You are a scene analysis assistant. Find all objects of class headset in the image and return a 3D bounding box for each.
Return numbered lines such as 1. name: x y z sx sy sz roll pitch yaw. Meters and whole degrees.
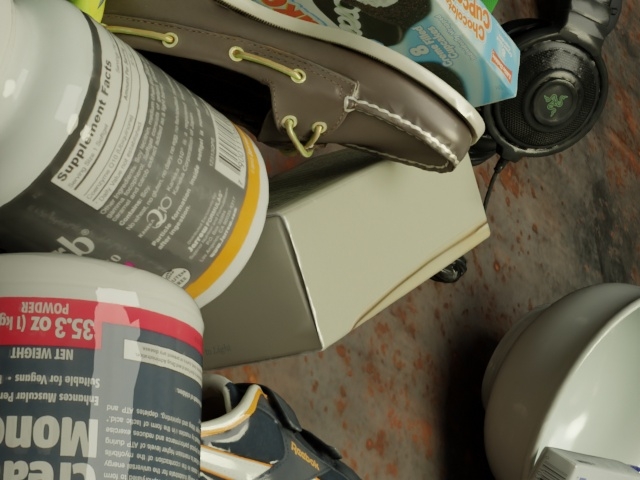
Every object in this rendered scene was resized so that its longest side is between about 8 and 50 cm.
1. headset: 0.155 -0.152 1.452 0.185 0.243 0.394 20 80 -25

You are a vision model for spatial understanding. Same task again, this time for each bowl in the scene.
1. bowl: 0.263 0.158 1.519 0.298 0.134 0.297 -28 133 -34

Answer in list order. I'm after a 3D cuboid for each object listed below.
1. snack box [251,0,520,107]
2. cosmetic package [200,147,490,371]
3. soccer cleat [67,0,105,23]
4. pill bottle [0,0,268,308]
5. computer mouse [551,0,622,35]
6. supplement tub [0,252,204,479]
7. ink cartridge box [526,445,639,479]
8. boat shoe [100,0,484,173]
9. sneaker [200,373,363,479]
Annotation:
1. snack box: 0.018 -0.214 1.273 0.322 0.187 0.060 41 48 -42
2. cosmetic package: 0.000 0.000 1.204 0.309 0.160 0.113 -30 106 -54
3. soccer cleat: -0.175 -0.271 1.066 0.121 0.093 0.289 -1 89 -59
4. pill bottle: -0.173 -0.065 0.964 0.278 0.162 0.162 34 53 -45
5. computer mouse: 0.335 -0.259 1.844 0.262 0.060 0.184 -12 115 -72
6. supplement tub: -0.167 0.159 0.871 0.191 0.191 0.272 24 60 -51
7. ink cartridge box: 0.240 0.320 1.458 0.224 0.045 0.223 19 100 -52
8. boat shoe: -0.034 -0.119 1.123 0.324 0.116 0.096 25 69 -5
9. sneaker: -0.053 0.169 1.100 0.321 0.126 0.127 15 73 -52
